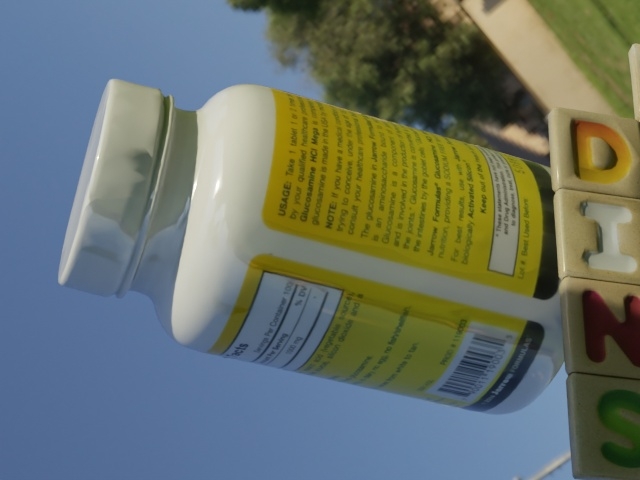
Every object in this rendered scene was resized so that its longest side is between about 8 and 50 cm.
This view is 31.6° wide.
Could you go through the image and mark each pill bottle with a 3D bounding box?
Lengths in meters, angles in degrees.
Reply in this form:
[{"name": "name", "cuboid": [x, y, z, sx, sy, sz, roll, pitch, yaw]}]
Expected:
[{"name": "pill bottle", "cuboid": [0.000, 0.000, 0.785, 0.334, 0.187, 0.188, 15, -151, -15]}]

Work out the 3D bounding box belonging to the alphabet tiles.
[{"name": "alphabet tiles", "cuboid": [0.274, 0.037, 0.655, 0.285, 0.011, 0.342, 7, -118, -9]}]
